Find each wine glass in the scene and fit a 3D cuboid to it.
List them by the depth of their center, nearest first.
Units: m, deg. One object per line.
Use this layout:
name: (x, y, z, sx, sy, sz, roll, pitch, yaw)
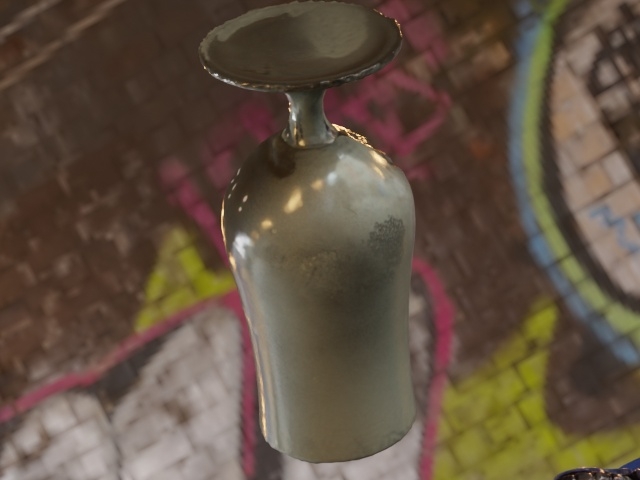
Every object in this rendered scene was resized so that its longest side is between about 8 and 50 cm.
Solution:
wine glass: (0.000, 0.000, 0.956, 0.103, 0.103, 0.231, -23, -55, -26)

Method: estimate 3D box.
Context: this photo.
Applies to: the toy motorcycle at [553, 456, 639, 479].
toy motorcycle: (0.186, 0.167, 1.043, 0.114, 0.076, 0.205, -11, -30, 10)
